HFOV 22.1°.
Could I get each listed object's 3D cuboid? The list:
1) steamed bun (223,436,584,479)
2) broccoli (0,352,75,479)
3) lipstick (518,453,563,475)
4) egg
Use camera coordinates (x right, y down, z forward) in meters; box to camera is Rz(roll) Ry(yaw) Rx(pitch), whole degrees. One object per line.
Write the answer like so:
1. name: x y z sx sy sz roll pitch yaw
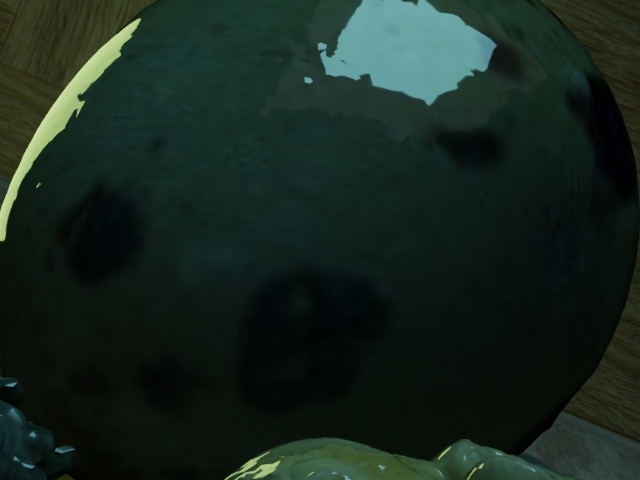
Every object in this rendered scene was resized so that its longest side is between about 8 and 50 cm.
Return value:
1. steamed bun: 0.003 0.131 0.431 0.106 0.177 0.192 20 -2 12
2. broccoli: -0.242 0.043 0.327 0.397 0.274 0.353 3 -18 7
3. lipstick: 0.177 0.195 0.984 0.063 0.057 0.186 27 3 -45
4. egg: 0.000 0.000 0.973 0.345 0.345 0.428 24 34 27
